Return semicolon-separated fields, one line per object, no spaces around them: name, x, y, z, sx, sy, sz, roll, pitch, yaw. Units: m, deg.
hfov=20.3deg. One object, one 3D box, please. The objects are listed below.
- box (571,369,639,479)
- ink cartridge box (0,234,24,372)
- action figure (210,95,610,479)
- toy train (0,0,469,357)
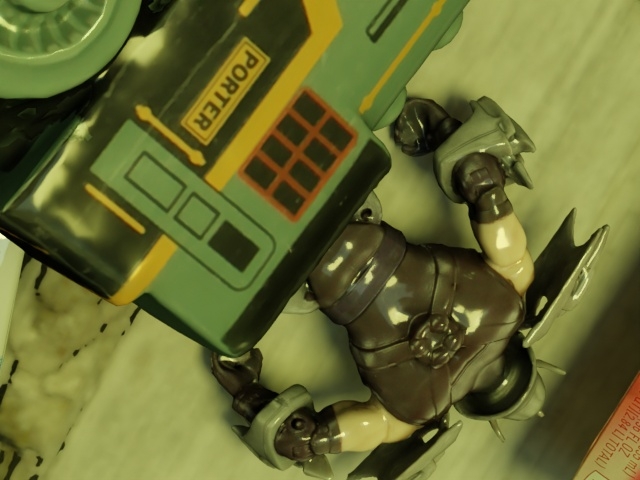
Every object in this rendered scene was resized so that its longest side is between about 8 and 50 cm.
box;0.262;0.040;0.775;0.142;0.154;0.300;23;99;-56
ink cartridge box;-0.176;0.038;0.732;0.088;0.052;0.122;10;103;-18
action figure;0.000;0.000;0.752;0.285;0.099;0.185;36;86;-25
toy train;-0.022;-0.122;0.608;0.190;0.142;0.334;41;79;-27
